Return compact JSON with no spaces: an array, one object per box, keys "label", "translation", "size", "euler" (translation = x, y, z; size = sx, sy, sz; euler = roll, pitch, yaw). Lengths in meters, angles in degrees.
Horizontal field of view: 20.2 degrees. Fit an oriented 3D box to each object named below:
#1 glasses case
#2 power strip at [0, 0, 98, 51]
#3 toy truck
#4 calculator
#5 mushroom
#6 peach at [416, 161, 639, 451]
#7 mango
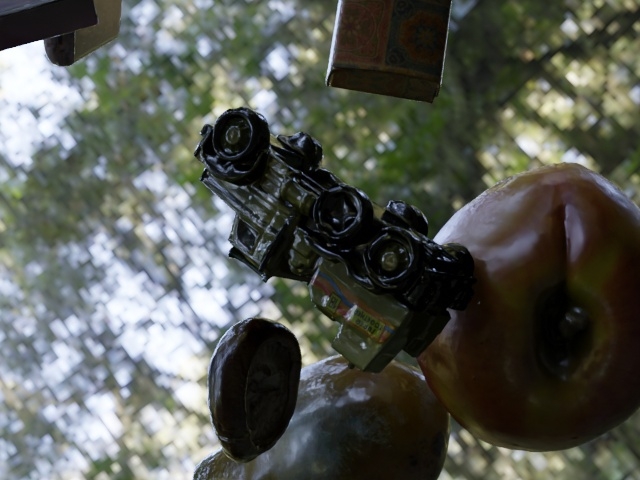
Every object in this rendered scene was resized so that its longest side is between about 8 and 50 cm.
[{"label":"glasses case","translation":[0.058,-0.206,1.206],"size":[0.075,0.218,0.049],"euler":[10,-15,-2]},{"label":"power strip","translation":[-0.340,-0.193,1.663],"size":[0.279,0.109,0.037],"euler":[-20,-65,-29]},{"label":"toy truck","translation":[0.001,-0.005,1.515],"size":[0.127,0.257,0.127],"euler":[-56,-28,13]},{"label":"calculator","translation":[-0.254,-0.250,1.952],"size":[0.175,0.032,0.100],"euler":[-48,-34,-64]},{"label":"mushroom","translation":[-0.059,0.124,1.503],"size":[0.123,0.052,0.123],"euler":[-28,-57,-54]},{"label":"peach","translation":[0.201,0.059,1.626],"size":[0.238,0.281,0.281],"euler":[8,-39,-2]},{"label":"mango","translation":[-0.006,0.228,1.861],"size":[0.316,0.193,0.146],"euler":[-25,-25,26]}]
